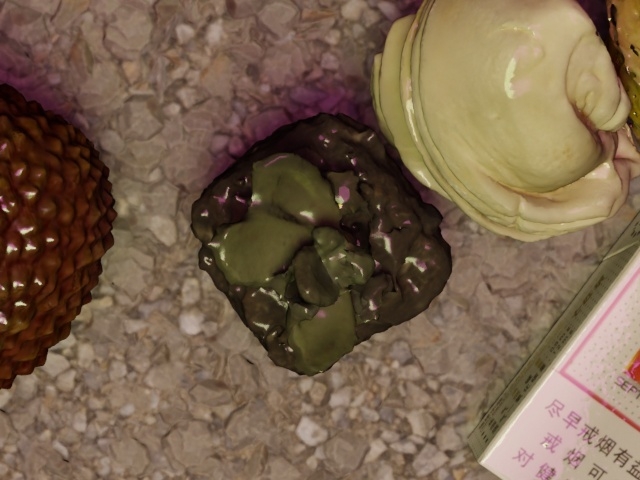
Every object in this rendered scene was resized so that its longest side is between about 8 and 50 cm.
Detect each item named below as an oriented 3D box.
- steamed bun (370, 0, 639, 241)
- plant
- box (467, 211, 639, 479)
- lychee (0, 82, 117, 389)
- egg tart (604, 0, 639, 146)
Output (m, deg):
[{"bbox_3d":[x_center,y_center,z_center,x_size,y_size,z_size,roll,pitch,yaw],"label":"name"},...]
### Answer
[{"bbox_3d":[0.161,-0.120,1.446,0.203,0.289,0.276,-32,106,5],"label":"steamed bun"},{"bbox_3d":[0.000,0.000,1.457,0.213,0.312,0.215,-35,95,0],"label":"plant"},{"bbox_3d":[0.333,0.143,1.598,0.210,0.095,0.330,36,97,-7],"label":"box"},{"bbox_3d":[-0.335,-0.005,1.440,0.306,0.306,0.330,9,66,-3],"label":"lychee"},{"bbox_3d":[0.368,-0.166,1.503,0.315,0.315,0.120,43,136,-7],"label":"egg tart"}]
